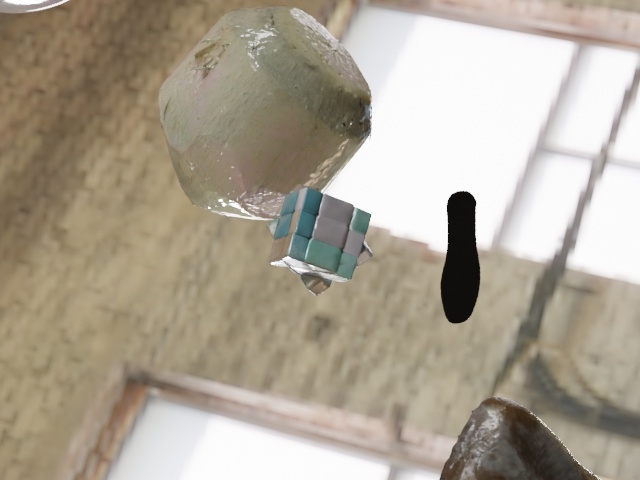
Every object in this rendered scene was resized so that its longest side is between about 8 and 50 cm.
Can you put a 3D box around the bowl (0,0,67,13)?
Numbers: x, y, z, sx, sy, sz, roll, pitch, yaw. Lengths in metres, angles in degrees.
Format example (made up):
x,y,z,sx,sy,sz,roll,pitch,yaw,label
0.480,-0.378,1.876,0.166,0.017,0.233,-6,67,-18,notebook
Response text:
x,y,z,sx,sy,sz,roll,pitch,yaw,label
-0.220,-0.302,1.494,0.144,0.287,0.287,30,-107,-45,bowl

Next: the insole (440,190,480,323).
x,y,z,sx,sy,sz,roll,pitch,yaw,label
0.140,0.017,1.861,0.002,0.045,0.135,-158,65,-67,insole

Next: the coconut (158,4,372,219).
x,y,z,sx,sy,sz,roll,pitch,yaw,label
-0.066,-0.125,1.990,0.234,0.224,0.224,-41,-16,13,coconut

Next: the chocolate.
x,y,z,sx,sy,sz,roll,pitch,yaw,label
0.301,0.351,2.607,0.303,0.100,0.185,44,-119,-38,chocolate

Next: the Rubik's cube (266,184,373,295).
x,y,z,sx,sy,sz,roll,pitch,yaw,label
-0.002,0.001,1.507,0.075,0.084,0.073,-59,18,-20,Rubik's cube
